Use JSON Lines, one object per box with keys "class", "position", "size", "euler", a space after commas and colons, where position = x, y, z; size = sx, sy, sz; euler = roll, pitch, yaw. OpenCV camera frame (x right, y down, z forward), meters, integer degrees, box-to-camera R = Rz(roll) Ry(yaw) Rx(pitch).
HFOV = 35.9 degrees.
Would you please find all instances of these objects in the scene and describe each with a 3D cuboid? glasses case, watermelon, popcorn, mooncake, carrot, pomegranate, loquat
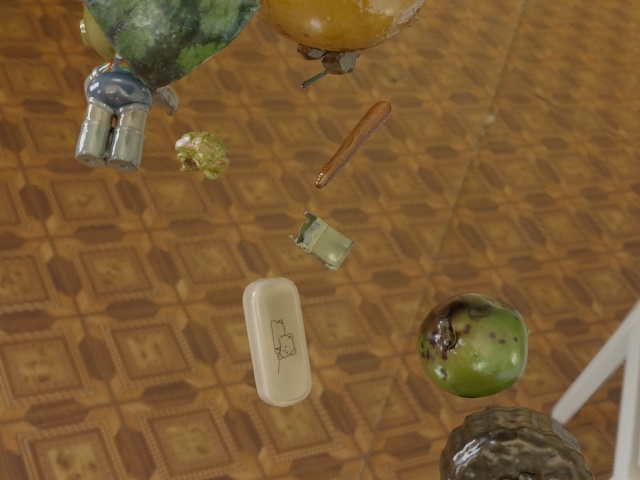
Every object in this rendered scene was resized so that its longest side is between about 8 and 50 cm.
{"class": "glasses case", "position": [-0.065, 0.153, 1.498], "size": [0.083, 0.050, 0.196], "euler": [-13, 97, -28]}
{"class": "watermelon", "position": [-0.184, -0.345, 1.257], "size": [0.201, 0.212, 0.262], "euler": [-37, 105, -59]}
{"class": "popcorn", "position": [-0.242, -0.177, 2.031], "size": [0.109, 0.097, 0.089], "euler": [47, 60, -11]}
{"class": "mooncake", "position": [0.285, 0.360, 1.450], "size": [0.228, 0.228, 0.124], "euler": [29, 14, 4]}
{"class": "carrot", "position": [0.065, -0.194, 1.975], "size": [0.043, 0.043, 0.248], "euler": [35, 68, 11]}
{"class": "pomegranate", "position": [0.223, 0.137, 1.393], "size": [0.156, 0.156, 0.220], "euler": [37, 24, 13]}
{"class": "loquat", "position": [0.025, -0.424, 1.549], "size": [0.328, 0.360, 0.328], "euler": [-3, 33, 2]}

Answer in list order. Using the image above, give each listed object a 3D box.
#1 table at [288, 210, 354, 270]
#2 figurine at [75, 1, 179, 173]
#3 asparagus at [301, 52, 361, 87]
{"class": "table", "position": [0.000, 0.000, 1.719], "size": [0.083, 0.062, 0.079], "euler": [35, -1, -21]}
{"class": "figurine", "position": [-0.273, -0.296, 1.514], "size": [0.224, 0.205, 0.382], "euler": [-5, 74, 0]}
{"class": "asparagus", "position": [0.022, -0.327, 1.890], "size": [0.166, 0.016, 0.013], "euler": [-35, 82, -33]}
